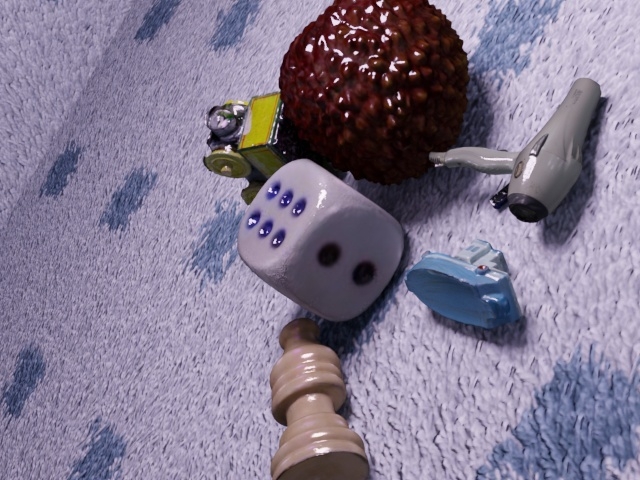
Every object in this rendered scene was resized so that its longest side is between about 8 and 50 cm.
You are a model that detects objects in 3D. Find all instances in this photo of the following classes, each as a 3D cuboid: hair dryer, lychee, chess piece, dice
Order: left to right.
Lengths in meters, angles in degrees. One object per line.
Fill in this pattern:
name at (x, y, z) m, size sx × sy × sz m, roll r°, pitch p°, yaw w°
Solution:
chess piece at (-0.015, 0.228, 1.428) m, size 0.307 × 0.124 × 0.138 m, roll -98°, pitch 20°, yaw -49°
dice at (0.000, 0.000, 1.508) m, size 0.194 × 0.192 × 0.193 m, roll -53°, pitch 35°, yaw 4°
lychee at (0.088, -0.243, 1.516) m, size 0.306 × 0.306 × 0.330 m, roll -34°, pitch 67°, yaw 31°
hair dryer at (0.290, -0.144, 1.344) m, size 0.219 × 0.088 × 0.225 m, roll -44°, pitch 41°, yaw -6°

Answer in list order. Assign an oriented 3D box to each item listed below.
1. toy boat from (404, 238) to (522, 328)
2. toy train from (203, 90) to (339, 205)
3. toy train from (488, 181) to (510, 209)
toy boat at (0.201, 0.053, 1.325) m, size 0.102 × 0.088 × 0.215 m, roll -32°, pitch 24°, yaw -26°
toy train at (-0.082, -0.150, 1.686) m, size 0.178 × 0.261 × 0.134 m, roll -8°, pitch 57°, yaw 33°
toy train at (0.275, -0.075, 1.373) m, size 0.083 × 0.017 × 0.017 m, roll -42°, pitch 51°, yaw 23°
